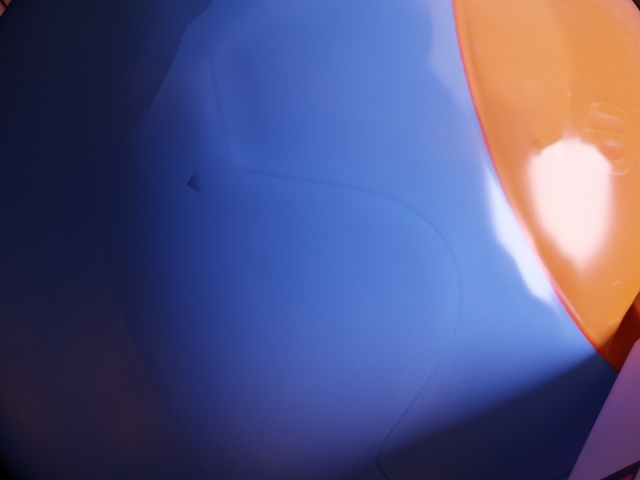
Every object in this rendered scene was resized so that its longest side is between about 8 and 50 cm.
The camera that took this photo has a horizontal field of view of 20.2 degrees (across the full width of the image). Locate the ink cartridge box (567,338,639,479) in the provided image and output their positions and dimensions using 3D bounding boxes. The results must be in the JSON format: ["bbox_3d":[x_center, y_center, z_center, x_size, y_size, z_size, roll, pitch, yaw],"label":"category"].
[{"bbox_3d":[0.121,0.155,0.472,0.176,0.069,0.371,41,48,-8],"label":"ink cartridge box"}]

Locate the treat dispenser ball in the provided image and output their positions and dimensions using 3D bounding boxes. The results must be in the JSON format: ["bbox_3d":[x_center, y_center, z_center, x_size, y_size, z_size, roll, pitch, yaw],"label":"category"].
[{"bbox_3d":[0.000,0.000,0.672,0.288,0.288,0.288,41,8,-7],"label":"treat dispenser ball"}]
